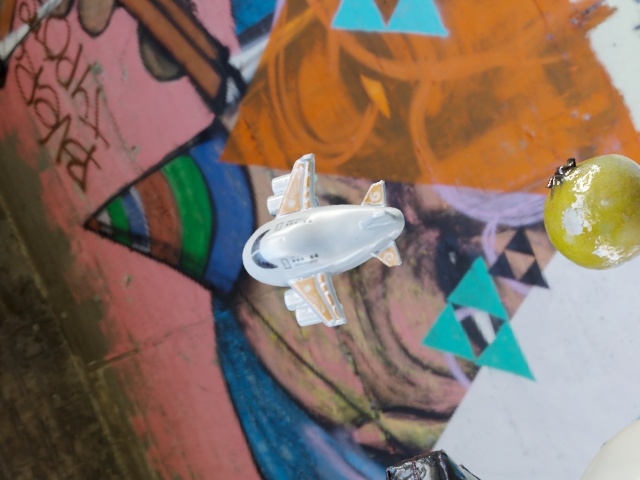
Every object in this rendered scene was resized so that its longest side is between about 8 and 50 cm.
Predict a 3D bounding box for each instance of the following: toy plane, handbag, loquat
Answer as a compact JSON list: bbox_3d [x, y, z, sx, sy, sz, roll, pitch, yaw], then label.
[{"bbox_3d":[0.000,0.000,1.158,0.117,0.245,0.244,19,-124,-68],"label":"toy plane"},{"bbox_3d":[0.183,0.419,1.199,0.169,0.155,0.215,39,-152,-57],"label":"handbag"},{"bbox_3d":[0.542,-0.062,1.629,0.244,0.244,0.243,19,-120,-37],"label":"loquat"}]

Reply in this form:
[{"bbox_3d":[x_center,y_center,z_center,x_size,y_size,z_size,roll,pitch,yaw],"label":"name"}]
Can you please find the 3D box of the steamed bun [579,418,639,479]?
[{"bbox_3d":[0.487,0.397,1.104,0.334,0.334,0.374,48,-117,-17],"label":"steamed bun"}]
